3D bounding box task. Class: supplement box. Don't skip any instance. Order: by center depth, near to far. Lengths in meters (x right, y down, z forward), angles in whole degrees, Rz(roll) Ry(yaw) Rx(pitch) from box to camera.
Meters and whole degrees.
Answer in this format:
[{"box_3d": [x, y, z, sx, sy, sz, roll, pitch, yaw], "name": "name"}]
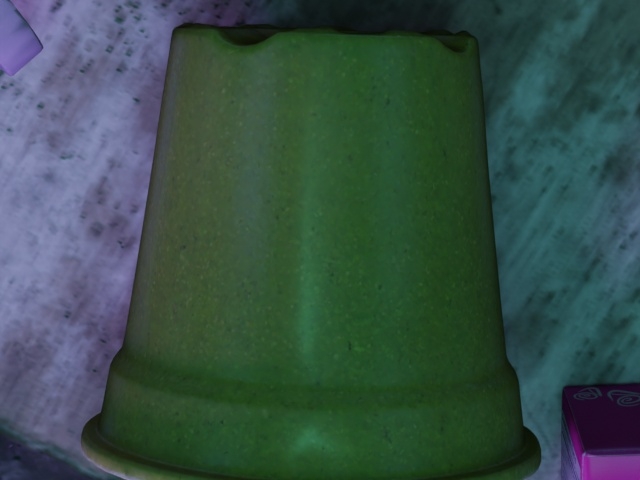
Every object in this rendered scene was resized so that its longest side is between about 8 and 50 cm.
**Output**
[{"box_3d": [0.219, 0.214, 1.257, 0.111, 0.114, 0.220, -2, 109, 0], "name": "supplement box"}]

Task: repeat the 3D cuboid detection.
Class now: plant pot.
[{"box_3d": [0.000, 0.000, 1.123, 0.276, 0.276, 0.254, 2, 96, -2], "name": "plant pot"}]

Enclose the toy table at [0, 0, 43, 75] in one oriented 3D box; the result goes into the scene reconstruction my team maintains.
[{"box_3d": [-0.305, -0.160, 1.071, 0.161, 0.252, 0.274, -43, 97, -6], "name": "toy table"}]
